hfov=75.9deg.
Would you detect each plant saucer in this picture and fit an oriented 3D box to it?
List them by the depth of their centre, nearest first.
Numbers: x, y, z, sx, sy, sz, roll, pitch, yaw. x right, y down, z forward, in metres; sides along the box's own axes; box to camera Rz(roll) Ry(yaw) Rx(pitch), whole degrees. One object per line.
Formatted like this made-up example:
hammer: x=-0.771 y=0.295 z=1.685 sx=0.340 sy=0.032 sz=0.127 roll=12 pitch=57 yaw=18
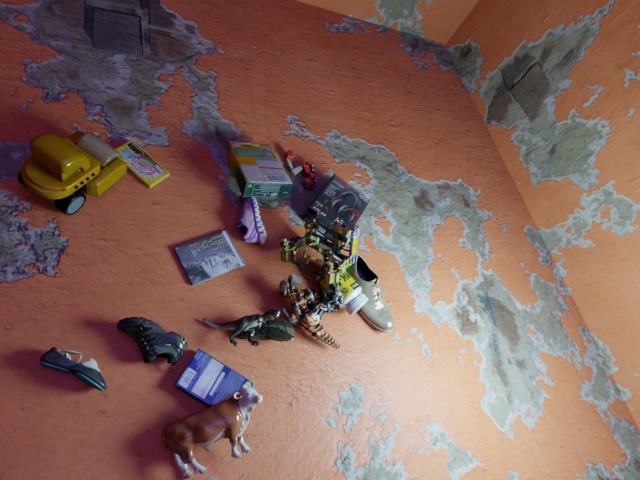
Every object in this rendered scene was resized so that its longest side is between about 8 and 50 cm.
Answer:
plant saucer: x=-0.038 y=0.127 z=1.731 sx=0.083 sy=0.013 sz=0.084 roll=13 pitch=57 yaw=-21

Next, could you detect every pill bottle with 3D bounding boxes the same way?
pill bottle: x=0.091 y=0.196 z=1.677 sx=0.119 sy=0.119 sz=0.208 roll=-32 pitch=73 yaw=-37

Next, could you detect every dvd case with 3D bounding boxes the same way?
dvd case: x=-0.420 y=0.062 z=1.567 sx=0.221 sy=0.018 sz=0.165 roll=-22 pitch=74 yaw=-35

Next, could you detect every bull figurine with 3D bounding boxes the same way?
bull figurine: x=-0.310 y=0.571 z=1.241 sx=0.310 sy=0.101 sz=0.188 roll=-19 pitch=71 yaw=-12

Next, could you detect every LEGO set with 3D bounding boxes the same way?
LEGO set: x=0.000 y=0.000 z=1.618 sx=0.331 sy=0.192 sz=0.255 roll=29 pitch=40 yaw=35

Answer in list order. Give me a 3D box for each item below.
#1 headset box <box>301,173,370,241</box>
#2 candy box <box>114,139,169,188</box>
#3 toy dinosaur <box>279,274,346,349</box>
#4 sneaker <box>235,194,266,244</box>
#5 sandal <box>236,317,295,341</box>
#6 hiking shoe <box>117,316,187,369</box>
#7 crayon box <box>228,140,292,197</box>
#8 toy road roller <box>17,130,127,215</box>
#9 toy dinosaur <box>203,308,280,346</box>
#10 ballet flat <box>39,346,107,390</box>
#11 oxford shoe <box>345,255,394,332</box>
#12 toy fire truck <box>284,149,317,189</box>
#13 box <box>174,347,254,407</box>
headset box: x=0.080 y=-0.153 z=1.898 sx=0.218 sy=0.110 sz=0.293 roll=37 pitch=52 yaw=-2
candy box: x=-0.712 y=-0.303 z=1.626 sx=0.206 sy=0.027 sz=0.105 roll=41 pitch=55 yaw=0
toy dinosaur: x=-0.030 y=0.271 z=1.585 sx=0.218 sy=0.164 sz=0.322 roll=-34 pitch=111 yaw=-31
sneaker: x=-0.301 y=-0.088 z=1.677 sx=0.104 sy=0.095 sz=0.236 roll=-11 pitch=68 yaw=-24
sandal: x=-0.202 y=0.335 z=1.499 sx=0.219 sy=0.060 sz=0.090 roll=-1 pitch=56 yaw=-12
hiking shoe: x=-0.544 y=0.324 z=1.302 sx=0.226 sy=0.086 sz=0.114 roll=26 pitch=50 yaw=-13
crayon box: x=-0.272 y=-0.309 z=1.781 sx=0.203 sy=0.083 sz=0.323 roll=-1 pitch=43 yaw=-28
toy road roller: x=-0.842 y=-0.270 z=1.401 sx=0.202 sy=0.240 sz=0.329 roll=36 pitch=52 yaw=-4
toy dinosaur: x=-0.269 y=0.309 z=1.434 sx=0.268 sy=0.064 sz=0.118 roll=-7 pitch=53 yaw=-9
ballet flat: x=-0.708 y=0.369 z=1.203 sx=0.203 sy=0.074 sz=0.074 roll=28 pitch=53 yaw=-8
oxford shoe: x=0.208 y=0.224 z=1.727 sx=0.123 sy=0.130 sz=0.348 roll=-25 pitch=76 yaw=-36
toy fire truck: x=-0.095 y=-0.335 z=1.955 sx=0.135 sy=0.047 sz=0.192 roll=4 pitch=61 yaw=-25
box: x=-0.344 y=0.473 z=1.349 sx=0.225 sy=0.036 sz=0.136 roll=34 pitch=52 yaw=-6
